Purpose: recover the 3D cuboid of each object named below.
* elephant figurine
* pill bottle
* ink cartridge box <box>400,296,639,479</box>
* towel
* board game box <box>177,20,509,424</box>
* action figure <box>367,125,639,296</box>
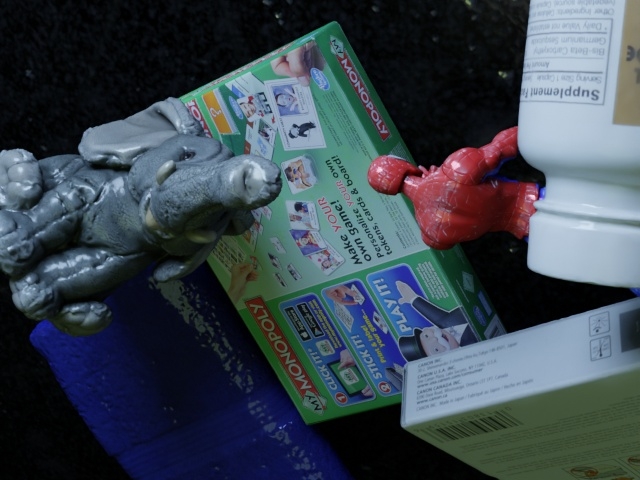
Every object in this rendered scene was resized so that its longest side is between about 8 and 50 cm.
[{"bbox_3d":[-0.126,-0.029,0.882,0.239,0.186,0.169,-22,145,11],"label":"elephant figurine"},{"bbox_3d":[0.188,-0.091,0.683,0.131,0.131,0.229,8,97,25],"label":"pill bottle"},{"bbox_3d":[0.241,0.135,0.870,0.275,0.060,0.239,-21,139,37],"label":"ink cartridge box"},{"bbox_3d":[-0.121,0.162,1.104,0.228,0.076,0.308,-28,102,31],"label":"towel"},{"bbox_3d":[0.000,0.000,0.948,0.214,0.046,0.317,-19,108,37],"label":"board game box"},{"bbox_3d":[0.170,-0.033,0.817,0.280,0.139,0.091,13,125,-6],"label":"action figure"}]
